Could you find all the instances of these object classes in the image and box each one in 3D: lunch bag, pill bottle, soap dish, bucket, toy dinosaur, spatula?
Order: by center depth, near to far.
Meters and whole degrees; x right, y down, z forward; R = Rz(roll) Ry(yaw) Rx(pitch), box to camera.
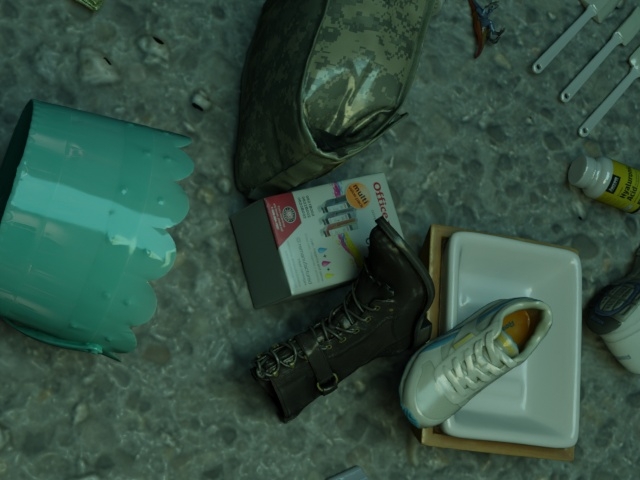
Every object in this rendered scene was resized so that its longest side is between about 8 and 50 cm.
[{"bbox_3d":[-0.274,-0.017,1.436,0.183,0.281,0.281,19,72,-18],"label":"bucket"},{"bbox_3d":[0.003,-0.190,1.608,0.169,0.235,0.287,23,71,-21],"label":"lunch bag"},{"bbox_3d":[0.230,0.139,1.707,0.229,0.118,0.290,9,76,-22],"label":"soap dish"},{"bbox_3d":[0.231,-0.324,1.850,0.090,0.047,0.082,-40,78,-15],"label":"toy dinosaur"},{"bbox_3d":[0.422,-0.085,1.869,0.116,0.065,0.065,18,72,-19],"label":"pill bottle"},{"bbox_3d":[0.420,-0.281,1.939,0.242,0.019,0.168,-45,104,-24],"label":"spatula"}]

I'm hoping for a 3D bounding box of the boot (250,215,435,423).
[{"bbox_3d":[0.020,0.108,1.539,0.229,0.263,0.091,-28,51,-13],"label":"boot"}]

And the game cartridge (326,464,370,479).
[{"bbox_3d":[0.046,0.334,1.641,0.056,0.017,0.083,-21,88,-30],"label":"game cartridge"}]

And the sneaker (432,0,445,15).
[{"bbox_3d":[0.106,-0.461,1.763,0.282,0.102,0.161,51,55,-39],"label":"sneaker"}]

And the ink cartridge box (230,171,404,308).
[{"bbox_3d":[0.000,0.000,1.628,0.176,0.127,0.128,-14,85,-27],"label":"ink cartridge box"}]

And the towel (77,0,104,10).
[{"bbox_3d":[-0.294,-0.373,1.630,0.110,0.027,0.148,33,69,-13],"label":"towel"}]

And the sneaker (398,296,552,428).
[{"bbox_3d":[0.188,0.142,1.570,0.229,0.092,0.087,-40,98,-24],"label":"sneaker"}]

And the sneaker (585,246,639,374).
[{"bbox_3d":[0.506,0.076,1.867,0.297,0.111,0.129,-39,112,-22],"label":"sneaker"}]
